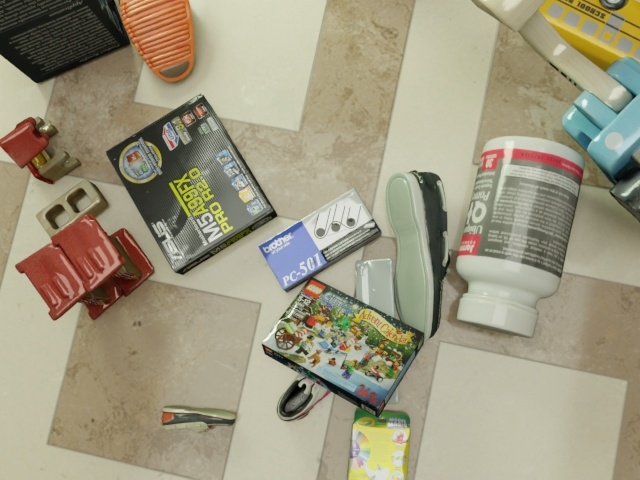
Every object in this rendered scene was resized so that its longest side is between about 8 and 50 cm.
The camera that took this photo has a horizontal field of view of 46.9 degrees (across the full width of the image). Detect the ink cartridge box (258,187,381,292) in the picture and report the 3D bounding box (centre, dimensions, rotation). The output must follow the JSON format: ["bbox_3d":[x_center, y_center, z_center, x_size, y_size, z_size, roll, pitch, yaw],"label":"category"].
[{"bbox_3d":[0.000,0.000,1.353,0.207,0.046,0.097,-31,79,0],"label":"ink cartridge box"}]

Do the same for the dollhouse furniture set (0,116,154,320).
[{"bbox_3d":[-0.478,-0.048,1.320,0.152,0.201,0.374,-37,81,-1],"label":"dollhouse furniture set"}]

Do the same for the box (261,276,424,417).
[{"bbox_3d":[0.039,0.177,1.269,0.233,0.044,0.159,25,61,21],"label":"box"}]

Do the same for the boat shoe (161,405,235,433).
[{"bbox_3d":[-0.219,0.323,1.322,0.137,0.049,0.043,3,85,7],"label":"boat shoe"}]

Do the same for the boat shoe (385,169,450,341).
[{"bbox_3d":[0.187,0.026,1.304,0.091,0.114,0.302,-6,95,-30],"label":"boat shoe"}]

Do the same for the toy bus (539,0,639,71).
[{"bbox_3d":[0.551,-0.355,1.329,0.333,0.108,0.130,30,85,8],"label":"toy bus"}]

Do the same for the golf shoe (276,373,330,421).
[{"bbox_3d":[-0.004,0.245,1.298,0.067,0.086,0.186,39,85,10],"label":"golf shoe"}]

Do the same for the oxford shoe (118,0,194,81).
[{"bbox_3d":[-0.333,-0.481,1.421,0.130,0.133,0.363,-19,99,-9],"label":"oxford shoe"}]

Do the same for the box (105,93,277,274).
[{"bbox_3d":[-0.240,-0.105,1.380,0.216,0.060,0.270,-31,80,-1],"label":"box"}]

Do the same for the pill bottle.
[{"bbox_3d":[0.332,-0.003,1.261,0.176,0.176,0.318,14,83,6],"label":"pill bottle"}]

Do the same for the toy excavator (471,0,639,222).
[{"bbox_3d":[0.459,-0.234,1.197,0.222,0.433,0.445,-49,60,14],"label":"toy excavator"}]

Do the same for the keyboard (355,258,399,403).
[{"bbox_3d":[0.101,0.162,1.321,0.072,0.014,0.256,-4,84,21],"label":"keyboard"}]

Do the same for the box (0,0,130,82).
[{"bbox_3d":[-0.533,-0.504,1.291,0.212,0.395,0.293,-22,82,0],"label":"box"}]

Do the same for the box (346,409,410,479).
[{"bbox_3d":[0.101,0.389,1.291,0.105,0.043,0.179,5,85,6],"label":"box"}]
